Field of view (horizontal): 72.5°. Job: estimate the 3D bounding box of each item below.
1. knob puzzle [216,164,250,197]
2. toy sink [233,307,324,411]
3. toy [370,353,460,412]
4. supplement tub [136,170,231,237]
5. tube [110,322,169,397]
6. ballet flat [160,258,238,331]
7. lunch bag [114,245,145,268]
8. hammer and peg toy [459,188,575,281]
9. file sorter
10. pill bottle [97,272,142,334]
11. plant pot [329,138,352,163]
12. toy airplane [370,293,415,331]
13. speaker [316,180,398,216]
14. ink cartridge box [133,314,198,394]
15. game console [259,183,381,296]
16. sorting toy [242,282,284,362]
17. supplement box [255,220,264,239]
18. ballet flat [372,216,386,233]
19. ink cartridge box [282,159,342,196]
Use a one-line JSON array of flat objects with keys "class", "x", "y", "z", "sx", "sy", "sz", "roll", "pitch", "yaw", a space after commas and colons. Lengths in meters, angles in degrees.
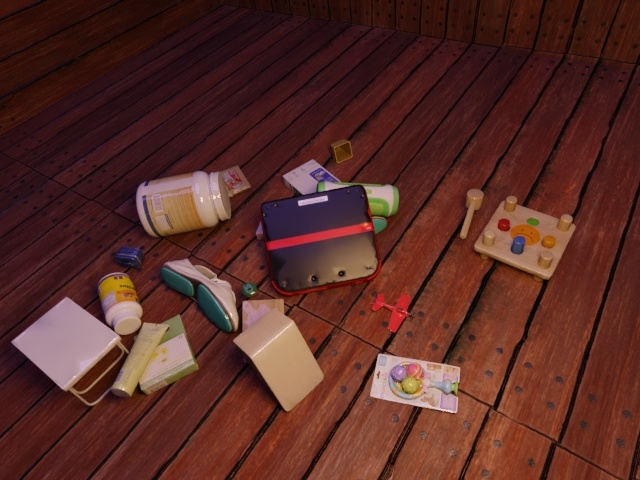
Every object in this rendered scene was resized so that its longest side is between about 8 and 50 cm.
[{"class": "knob puzzle", "x": -0.424, "y": -0.242, "z": 1.923, "sx": 0.213, "sy": 0.030, "sz": 0.213, "roll": -4, "pitch": 49, "yaw": 5}, {"class": "toy sink", "x": -0.119, "y": 0.341, "z": 1.257, "sx": 0.153, "sy": 0.234, "sz": 0.131, "roll": -38, "pitch": 30, "yaw": -22}, {"class": "toy", "x": 0.269, "y": 0.390, "z": 1.232, "sx": 0.237, "sy": 0.056, "sz": 0.137, "roll": 7, "pitch": 49, "yaw": 15}, {"class": "supplement tub", "x": -0.532, "y": -0.148, "z": 1.724, "sx": 0.316, "sy": 0.228, "sz": 0.228, "roll": -11, "pitch": 48, "yaw": -1}, {"class": "tube", "x": -0.549, "y": 0.354, "z": 1.328, "sx": 0.070, "sy": 0.062, "sz": 0.240, "roll": 30, "pitch": 45, "yaw": -18}, {"class": "ballet flat", "x": -0.388, "y": 0.164, "z": 1.504, "sx": 0.400, "sy": 0.139, "sz": 0.139, "roll": 28, "pitch": 58, "yaw": 30}, {"class": "lunch bag", "x": -0.727, "y": 0.069, "z": 1.669, "sx": 0.098, "sy": 0.067, "sz": 0.065, "roll": 5, "pitch": 50, "yaw": 12}, {"class": "hammer and peg toy", "x": 0.642, "y": -0.025, "z": 1.497, "sx": 0.361, "sy": 0.127, "sz": 0.266, "roll": 25, "pitch": 59, "yaw": 28}, {"class": "file sorter", "x": -0.749, "y": 0.347, "z": 1.353, "sx": 0.278, "sy": 0.173, "sz": 0.193, "roll": 24, "pitch": 55, "yaw": 26}, {"class": "pill bottle", "x": -0.685, "y": 0.217, "z": 1.497, "sx": 0.117, "sy": 0.117, "sz": 0.215, "roll": -28, "pitch": 50, "yaw": -15}, {"class": "plant pot", "x": 0.084, "y": -0.409, "z": 1.962, "sx": 0.081, "sy": 0.081, "sz": 0.083, "roll": -26, "pitch": 38, "yaw": -14}, {"class": "toy airplane", "x": 0.233, "y": 0.218, "z": 1.409, "sx": 0.151, "sy": 0.028, "sz": 0.151, "roll": -4, "pitch": 47, "yaw": 4}, {"class": "speaker", "x": 0.133, "y": -0.154, "z": 1.625, "sx": 0.296, "sy": 0.131, "sz": 0.131, "roll": 2, "pitch": 48, "yaw": -6}, {"class": "ink cartridge box", "x": -0.507, "y": 0.349, "z": 1.396, "sx": 0.171, "sy": 0.056, "sz": 0.235, "roll": -26, "pitch": 52, "yaw": -13}, {"class": "game console", "x": 0.000, "y": 0.000, "z": 1.515, "sx": 0.386, "sy": 0.060, "sz": 0.342, "roll": -11, "pitch": 78, "yaw": -1}, {"class": "sorting toy", "x": -0.182, "y": 0.270, "z": 1.401, "sx": 0.132, "sy": 0.046, "sz": 0.274, "roll": -3, "pitch": 66, "yaw": -5}, {"class": "supplement box", "x": -0.208, "y": -0.049, "z": 1.712, "sx": 0.062, "sy": 0.036, "sz": 0.098, "roll": 5, "pitch": 49, "yaw": 13}, {"class": "ballet flat", "x": 0.132, "y": -0.046, "z": 1.632, "sx": 0.232, "sy": 0.080, "sz": 0.073, "roll": -20, "pitch": 34, "yaw": -10}, {"class": "ink cartridge box", "x": 0.000, "y": -0.206, "z": 1.802, "sx": 0.165, "sy": 0.065, "sz": 0.333, "roll": -31, "pitch": 50, "yaw": -18}]
